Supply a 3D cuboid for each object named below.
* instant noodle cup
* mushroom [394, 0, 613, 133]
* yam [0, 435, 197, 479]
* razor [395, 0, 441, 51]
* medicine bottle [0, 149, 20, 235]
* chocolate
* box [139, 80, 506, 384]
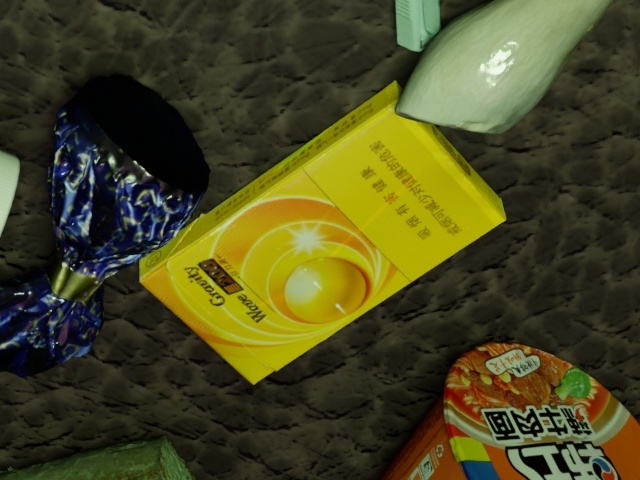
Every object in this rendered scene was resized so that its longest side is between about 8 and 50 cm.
[{"bbox_3d":[0.155,0.240,1.458,0.250,0.250,0.192,26,128,-21],"label":"instant noodle cup"},{"bbox_3d":[0.151,-0.158,1.245,0.093,0.116,0.225,43,107,17],"label":"mushroom"},{"bbox_3d":[-0.227,0.270,1.490,0.268,0.161,0.161,-13,126,5],"label":"yam"},{"bbox_3d":[0.067,-0.260,1.200,0.111,0.056,0.278,-28,139,-29],"label":"razor"},{"bbox_3d":[-0.356,-0.052,1.262,0.237,0.139,0.139,21,122,-20],"label":"medicine bottle"},{"bbox_3d":[-0.204,0.027,1.341,0.126,0.148,0.343,45,124,13],"label":"chocolate"},{"bbox_3d":[0.000,0.000,1.382,0.269,0.043,0.152,-35,119,18],"label":"box"}]
